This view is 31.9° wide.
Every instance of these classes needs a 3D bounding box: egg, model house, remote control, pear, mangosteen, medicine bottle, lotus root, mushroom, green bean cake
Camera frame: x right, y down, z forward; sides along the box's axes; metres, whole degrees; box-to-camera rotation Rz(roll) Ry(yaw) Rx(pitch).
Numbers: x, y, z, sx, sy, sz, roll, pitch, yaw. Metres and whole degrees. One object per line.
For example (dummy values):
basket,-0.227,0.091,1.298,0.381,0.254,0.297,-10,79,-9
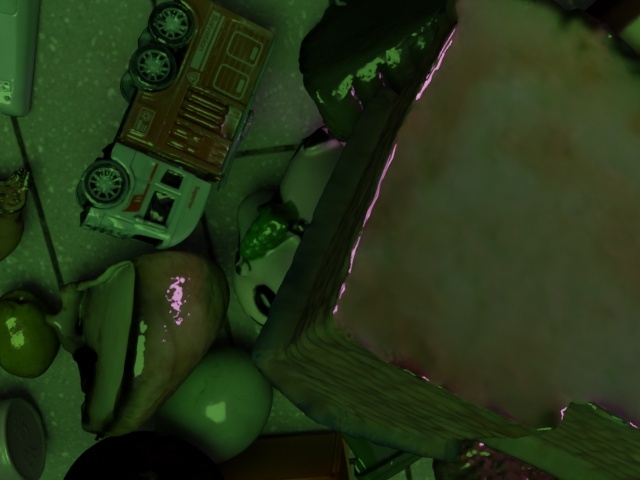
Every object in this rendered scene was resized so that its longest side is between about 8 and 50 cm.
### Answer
egg,-0.150,0.231,1.556,0.149,0.149,0.192,38,117,-12
model house,0.200,0.044,1.132,0.445,0.395,0.400,25,157,-8
remote control,-0.406,-0.297,1.396,0.103,0.051,0.293,11,116,-1
pear,-0.415,0.130,1.559,0.107,0.107,0.131,3,129,4
mangosteen,-0.238,0.357,1.414,0.236,0.261,0.235,-2,81,16
medicine bottle,-0.542,0.313,1.628,0.255,0.152,0.152,-13,112,12
lotus root,-0.468,-0.023,1.491,0.221,0.118,0.125,-24,127,18
mushroom,-0.224,0.140,1.459,0.292,0.212,0.217,-14,82,46
green bean cake,0.087,-0.221,1.300,0.227,0.222,0.125,-21,121,12

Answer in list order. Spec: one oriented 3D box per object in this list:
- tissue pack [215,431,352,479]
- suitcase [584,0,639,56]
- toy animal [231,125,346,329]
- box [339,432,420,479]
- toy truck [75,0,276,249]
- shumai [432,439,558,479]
tissue pack,-0.090,0.397,1.631,0.275,0.145,0.194,-5,112,8
suitcase,0.391,-0.227,1.221,0.236,0.297,0.161,-38,96,20
toy animal,-0.006,-0.001,1.410,0.212,0.212,0.267,42,104,-13
box,0.146,0.138,1.442,0.329,0.253,0.178,-38,97,18
toy truck,-0.172,-0.136,1.338,0.162,0.136,0.305,23,81,-13
shumai,0.322,0.331,1.565,0.346,0.217,0.283,-14,146,-8
